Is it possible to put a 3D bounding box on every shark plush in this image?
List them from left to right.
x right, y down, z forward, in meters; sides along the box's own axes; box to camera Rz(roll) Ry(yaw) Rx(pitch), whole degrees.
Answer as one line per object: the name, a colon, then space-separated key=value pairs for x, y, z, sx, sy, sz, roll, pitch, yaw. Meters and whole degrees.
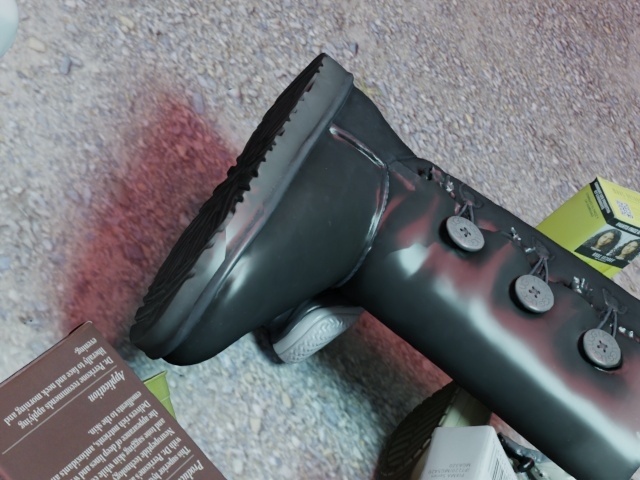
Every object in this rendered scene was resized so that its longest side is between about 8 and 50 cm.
shark plush: x=0.247 y=0.247 z=1.700 sx=0.161 sy=0.073 sz=0.067 roll=16 pitch=20 yaw=-10

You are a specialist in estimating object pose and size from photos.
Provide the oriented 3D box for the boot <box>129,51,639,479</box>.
boot: x=0.095 y=0.085 z=1.443 sx=0.445 sy=0.146 sz=0.367 roll=40 pitch=51 yaw=-10

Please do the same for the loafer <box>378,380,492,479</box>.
loafer: x=0.106 y=0.230 z=1.493 sx=0.092 sy=0.102 sz=0.268 roll=42 pitch=43 yaw=-12

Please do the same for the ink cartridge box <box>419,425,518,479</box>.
ink cartridge box: x=0.138 y=0.330 z=1.348 sx=0.275 sy=0.060 sz=0.239 roll=63 pitch=34 yaw=-35

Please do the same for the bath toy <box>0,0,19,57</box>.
bath toy: x=-0.411 y=-0.215 z=1.318 sx=0.348 sy=0.151 sz=0.129 roll=29 pitch=76 yaw=-32

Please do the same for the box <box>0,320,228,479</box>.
box: x=-0.181 y=0.201 z=1.118 sx=0.203 sy=0.167 sz=0.168 roll=50 pitch=32 yaw=2

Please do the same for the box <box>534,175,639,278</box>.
box: x=0.244 y=0.030 z=1.723 sx=0.087 sy=0.232 sz=0.058 roll=18 pitch=43 yaw=-39

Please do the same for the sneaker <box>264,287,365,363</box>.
sneaker: x=0.000 y=0.000 z=1.589 sx=0.153 sy=0.101 sz=0.268 roll=50 pitch=35 yaw=-2

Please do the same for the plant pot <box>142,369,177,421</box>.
plant pot: x=-0.142 y=0.156 z=1.301 sx=0.083 sy=0.083 sz=0.079 roll=-25 pitch=88 yaw=-56
